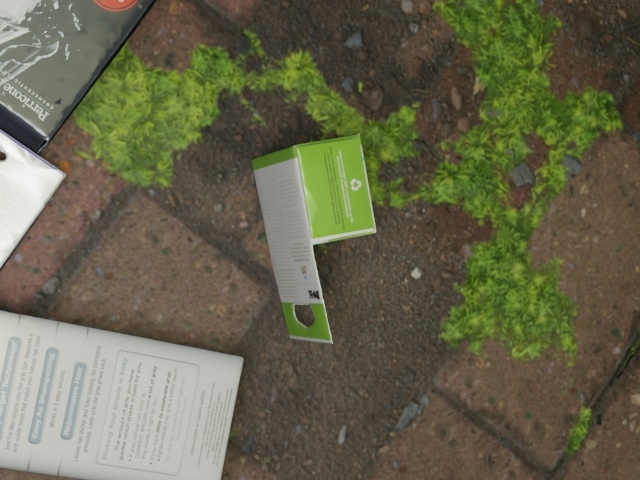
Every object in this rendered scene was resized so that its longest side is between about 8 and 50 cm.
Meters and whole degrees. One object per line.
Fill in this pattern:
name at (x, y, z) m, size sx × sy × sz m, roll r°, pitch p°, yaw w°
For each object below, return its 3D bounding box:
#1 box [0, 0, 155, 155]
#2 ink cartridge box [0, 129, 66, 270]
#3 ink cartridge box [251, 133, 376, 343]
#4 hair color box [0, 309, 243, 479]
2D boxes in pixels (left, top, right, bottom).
box at (-0.394, -0.334, 1.589) m, size 0.343 × 0.179 × 0.312 m, roll 36°, pitch 78°, yaw -12°
ink cartridge box at (-0.466, -0.056, 1.615) m, size 0.206 × 0.045 × 0.208 m, roll 36°, pitch 82°, yaw -12°
ink cartridge box at (0.000, 0.000, 1.694) m, size 0.097 × 0.189 × 0.255 m, roll -12°, pitch 92°, yaw -20°
hair color box at (-0.301, 0.202, 1.601) m, size 0.374 × 0.113 × 0.185 m, roll 14°, pitch 82°, yaw -25°
